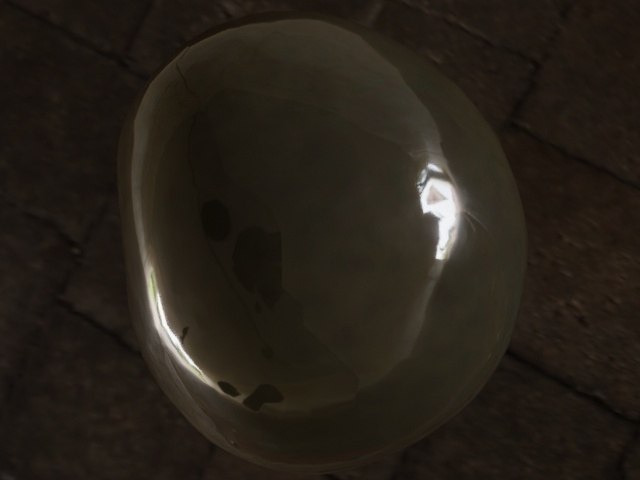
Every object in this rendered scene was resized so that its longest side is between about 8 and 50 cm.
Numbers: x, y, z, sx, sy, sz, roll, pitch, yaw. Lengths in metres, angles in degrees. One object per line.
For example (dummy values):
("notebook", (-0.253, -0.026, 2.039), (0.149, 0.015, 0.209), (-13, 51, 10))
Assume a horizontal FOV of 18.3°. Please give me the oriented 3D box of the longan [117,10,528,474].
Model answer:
("longan", (0.000, 0.000, 0.934), (0.197, 0.196, 0.220), (-6, 93, 28))
